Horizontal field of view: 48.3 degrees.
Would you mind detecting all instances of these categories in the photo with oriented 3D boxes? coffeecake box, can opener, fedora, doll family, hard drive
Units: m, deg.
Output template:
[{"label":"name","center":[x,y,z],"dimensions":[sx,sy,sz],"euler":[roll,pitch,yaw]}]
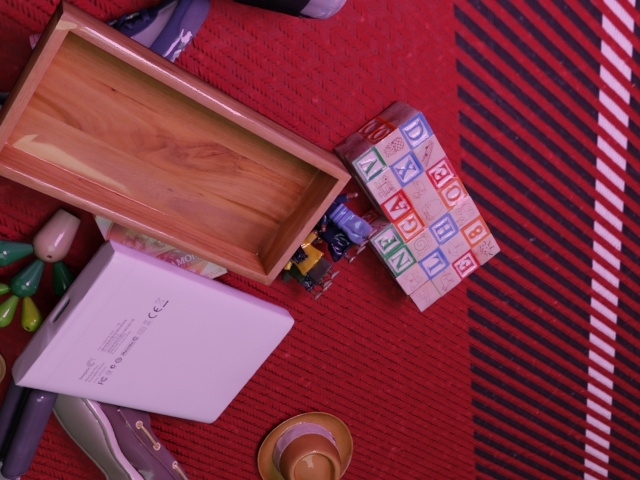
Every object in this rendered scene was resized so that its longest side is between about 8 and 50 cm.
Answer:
[{"label":"coffeecake box","center":[-0.236,-0.016,1.033],"dimensions":[0.142,0.068,0.185],"euler":[-23,118,-10]},{"label":"can opener","center":[-0.480,0.326,1.059],"dimensions":[0.076,0.095,0.283],"euler":[33,110,17]},{"label":"fedora","center":[-0.017,0.404,1.285],"dimensions":[0.194,0.079,0.194],"euler":[-8,115,-17]},{"label":"doll family","center":[0.000,0.000,1.101],"dimensions":[0.111,0.076,0.193],"euler":[45,102,9]},{"label":"hard drive","center":[-0.228,0.150,1.051],"dimensions":[0.233,0.047,0.353],"euler":[-51,137,10]}]

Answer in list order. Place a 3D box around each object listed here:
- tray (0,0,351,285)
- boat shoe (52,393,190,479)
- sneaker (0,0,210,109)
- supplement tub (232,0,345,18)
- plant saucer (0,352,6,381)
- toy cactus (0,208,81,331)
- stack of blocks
[{"label":"tray","center":[-0.182,-0.103,0.911],"dimensions":[0.411,0.076,0.203],"euler":[26,111,-33]},{"label":"boat shoe","center":[-0.314,0.305,1.125],"dimensions":[0.097,0.117,0.324],"euler":[-45,113,-45]},{"label":"sneaker","center":[-0.285,-0.231,0.899],"dimensions":[0.319,0.112,0.131],"euler":[-42,122,0]},{"label":"supplement tub","center":[-0.123,-0.394,0.834],"dimensions":[0.338,0.207,0.207],"euler":[7,109,-23]},{"label":"plant saucer","center":[-0.509,0.190,1.053],"dimensions":[0.084,0.013,0.083],"euler":[-8,115,-17]},{"label":"toy cactus","center":[-0.397,0.041,0.997],"dimensions":[0.219,0.112,0.180],"euler":[35,78,-26]},{"label":"stack of blocks","center":[0.143,-0.050,1.145],"dimensions":[0.171,0.087,0.297],"euler":[-37,119,-2]}]
